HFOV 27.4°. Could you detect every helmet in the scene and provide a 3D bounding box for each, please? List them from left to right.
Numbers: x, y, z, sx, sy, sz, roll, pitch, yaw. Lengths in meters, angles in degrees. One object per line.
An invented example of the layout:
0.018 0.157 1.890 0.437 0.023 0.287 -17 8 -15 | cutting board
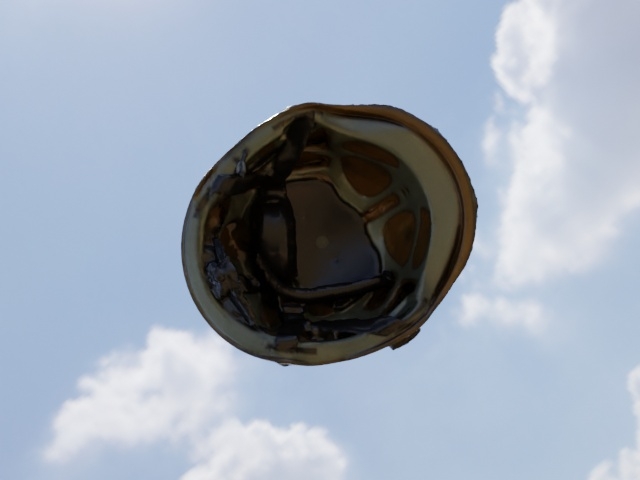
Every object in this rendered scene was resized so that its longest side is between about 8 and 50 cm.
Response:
0.000 0.000 1.016 0.224 0.198 0.130 -27 -2 -12 | helmet
